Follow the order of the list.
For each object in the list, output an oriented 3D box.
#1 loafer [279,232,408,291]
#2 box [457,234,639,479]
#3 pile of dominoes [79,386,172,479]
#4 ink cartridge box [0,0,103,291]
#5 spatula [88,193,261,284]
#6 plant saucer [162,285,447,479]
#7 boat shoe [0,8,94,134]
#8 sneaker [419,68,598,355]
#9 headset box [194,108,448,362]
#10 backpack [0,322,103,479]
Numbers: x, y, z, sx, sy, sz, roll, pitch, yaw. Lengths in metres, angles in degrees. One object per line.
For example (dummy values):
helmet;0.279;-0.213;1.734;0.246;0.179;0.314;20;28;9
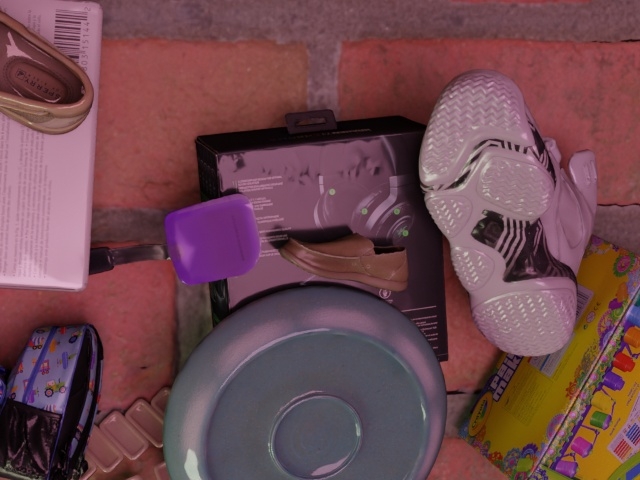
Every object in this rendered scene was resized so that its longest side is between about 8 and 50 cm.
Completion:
loafer;0.027;0.015;1.470;0.148;0.056;0.050;13;97;-27
box;0.370;0.186;1.666;0.279;0.177;0.290;29;93;-24
pile of dominoes;-0.159;0.265;1.593;0.251;0.040;0.196;-24;76;-8
ink cartridge box;-0.359;-0.102;1.431;0.261;0.066;0.296;4;86;-13
spatula;-0.203;0.017;1.486;0.297;0.030;0.084;-10;100;22
plant saucer;-0.008;0.204;1.513;0.318;0.044;0.317;-5;108;-15
boat shoe;-0.355;-0.197;1.353;0.302;0.098;0.109;28;80;-11
sneaker;0.210;-0.066;1.538;0.137;0.210;0.365;-1;131;23
headset box;0.000;0.000;1.555;0.246;0.131;0.283;-8;104;-13
backpack;-0.295;0.166;1.501;0.117;0.158;0.173;12;85;0
